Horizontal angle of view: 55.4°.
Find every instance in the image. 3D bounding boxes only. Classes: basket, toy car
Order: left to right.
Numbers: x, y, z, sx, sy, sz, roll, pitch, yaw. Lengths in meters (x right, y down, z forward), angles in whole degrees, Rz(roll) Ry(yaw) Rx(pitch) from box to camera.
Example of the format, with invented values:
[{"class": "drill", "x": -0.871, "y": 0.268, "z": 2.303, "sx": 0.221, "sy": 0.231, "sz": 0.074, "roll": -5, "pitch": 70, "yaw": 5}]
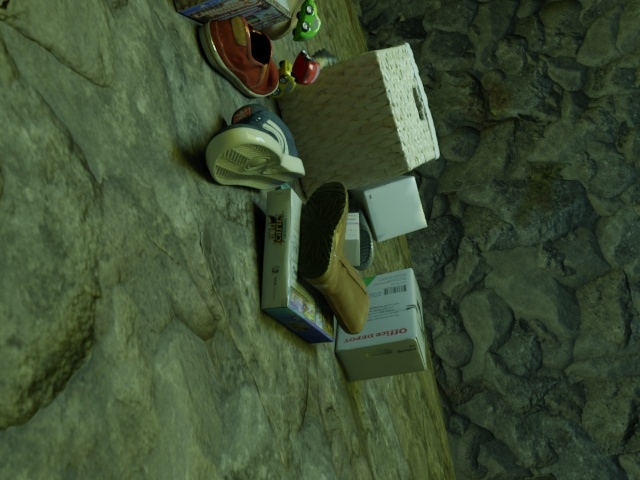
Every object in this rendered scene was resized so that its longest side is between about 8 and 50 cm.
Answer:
[{"class": "toy car", "x": -0.040, "y": -0.447, "z": 1.418, "sx": 0.239, "sy": 0.053, "sz": 0.225, "roll": 6, "pitch": -99, "yaw": 64}, {"class": "basket", "x": 0.094, "y": -0.313, "z": 1.613, "sx": 0.266, "sy": 0.331, "sz": 0.329, "roll": -33, "pitch": 109, "yaw": -59}]

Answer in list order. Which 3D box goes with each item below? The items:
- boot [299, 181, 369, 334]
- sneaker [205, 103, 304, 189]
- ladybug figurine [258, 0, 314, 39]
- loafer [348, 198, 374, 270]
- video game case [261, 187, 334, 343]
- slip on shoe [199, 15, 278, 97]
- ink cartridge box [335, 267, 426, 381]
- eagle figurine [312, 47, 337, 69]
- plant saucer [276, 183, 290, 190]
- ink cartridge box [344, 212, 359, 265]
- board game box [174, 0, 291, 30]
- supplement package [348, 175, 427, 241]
[{"class": "boot", "x": 0.040, "y": 0.043, "z": 1.286, "sx": 0.269, "sy": 0.089, "sz": 0.236, "roll": 54, "pitch": 45, "yaw": -55}, {"class": "sneaker", "x": -0.131, "y": -0.185, "z": 1.104, "sx": 0.350, "sy": 0.131, "sz": 0.148, "roll": 13, "pitch": 57, "yaw": -80}, {"class": "ladybug figurine", "x": -0.084, "y": -0.669, "z": 1.501, "sx": 0.305, "sy": 0.161, "sz": 0.449, "roll": -61, "pitch": -177, "yaw": 36}, {"class": "loafer", "x": 0.128, "y": -0.014, "z": 1.949, "sx": 0.087, "sy": 0.094, "sz": 0.251, "roll": 45, "pitch": 33, "yaw": -56}, {"class": "video game case", "x": -0.040, "y": 0.062, "z": 1.257, "sx": 0.269, "sy": 0.061, "sz": 0.245, "roll": 50, "pitch": 35, "yaw": -60}, {"class": "slip on shoe", "x": -0.141, "y": -0.381, "z": 1.277, "sx": 0.331, "sy": 0.101, "sz": 0.123, "roll": 3, "pitch": 71, "yaw": -77}, {"class": "ink cartridge box", "x": 0.161, "y": 0.221, "z": 1.617, "sx": 0.289, "sy": 0.211, "sz": 0.122, "roll": -80, "pitch": 153, "yaw": -57}, {"class": "eagle figurine", "x": 0.071, "y": -0.484, "z": 2.103, "sx": 0.298, "sy": 0.225, "sz": 0.226, "roll": 51, "pitch": -43, "yaw": 30}, {"class": "plant saucer", "x": -0.072, "y": -0.041, "z": 1.372, "sx": 0.067, "sy": 0.018, "sz": 0.192, "roll": 38, "pitch": 41, "yaw": -67}, {"class": "ink cartridge box", "x": 0.060, "y": -0.009, "z": 1.655, "sx": 0.143, "sy": 0.092, "sz": 0.090, "roll": -86, "pitch": 173, "yaw": -54}, {"class": "board game box", "x": -0.187, "y": -0.548, "z": 1.179, "sx": 0.291, "sy": 0.141, "sz": 0.232, "roll": -35, "pitch": 110, "yaw": -75}, {"class": "supplement package", "x": 0.220, "y": -0.115, "z": 2.071, "sx": 0.293, "sy": 0.177, "sz": 0.176, "roll": -134, "pitch": -152, "yaw": -80}]
